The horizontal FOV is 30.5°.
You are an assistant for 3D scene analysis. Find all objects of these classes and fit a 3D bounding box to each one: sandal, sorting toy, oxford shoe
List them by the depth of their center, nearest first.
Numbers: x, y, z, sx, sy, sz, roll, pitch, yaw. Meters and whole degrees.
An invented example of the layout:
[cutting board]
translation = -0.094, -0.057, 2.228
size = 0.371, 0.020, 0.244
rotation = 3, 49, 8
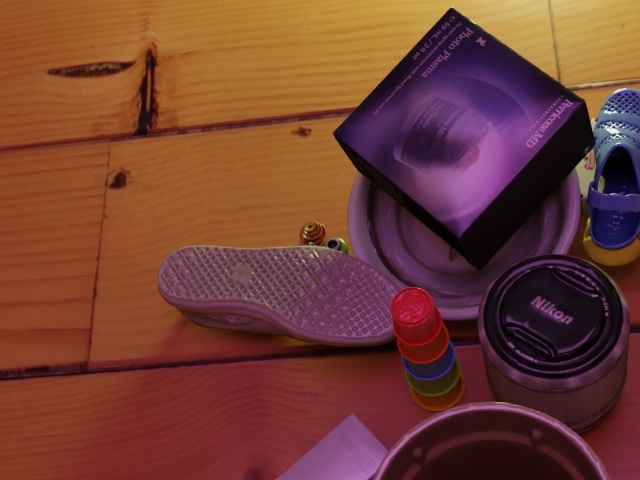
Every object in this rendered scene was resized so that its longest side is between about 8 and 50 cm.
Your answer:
[sandal]
translation = 0.500, -0.123, 1.924
size = 0.126, 0.138, 0.317
rotation = 2, 62, 17
[oxford shoe]
translation = -0.061, 0.100, 2.009
size = 0.449, 0.130, 0.169
rotation = 6, 61, 20
[sorting toy]
translation = 0.000, 0.000, 2.105
size = 0.102, 0.042, 0.061
rotation = 33, 73, 26

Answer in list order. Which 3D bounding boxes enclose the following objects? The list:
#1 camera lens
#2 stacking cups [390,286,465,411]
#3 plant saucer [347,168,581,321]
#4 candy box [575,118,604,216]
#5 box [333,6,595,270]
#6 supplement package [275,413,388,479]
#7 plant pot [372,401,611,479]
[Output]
[camera lens]
translation = 0.359, 0.165, 1.794
size = 0.219, 0.274, 0.219
rotation = -6, 60, 10
[stacking cups]
translation = 0.165, 0.160, 1.818
size = 0.096, 0.316, 0.096
rotation = -6, 58, 9
[plant saucer]
translation = 0.250, -0.044, 2.019
size = 0.400, 0.100, 0.400
rotation = -6, 69, 17
[candy box]
translation = 0.550, -0.099, 2.020
size = 0.233, 0.071, 0.159
rotation = 21, 69, 22
[box]
translation = 0.238, -0.168, 1.915
size = 0.294, 0.183, 0.296
rotation = 41, 88, 25
[supplement package]
translation = 0.024, 0.381, 1.847
size = 0.179, 0.105, 0.105
rotation = -40, 61, -11
[plant pot]
translation = 0.247, 0.437, 1.648
size = 0.334, 0.305, 0.334
rotation = -5, 61, 10
